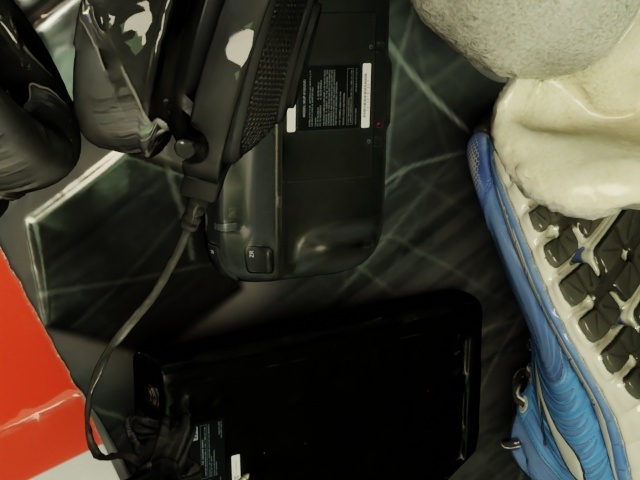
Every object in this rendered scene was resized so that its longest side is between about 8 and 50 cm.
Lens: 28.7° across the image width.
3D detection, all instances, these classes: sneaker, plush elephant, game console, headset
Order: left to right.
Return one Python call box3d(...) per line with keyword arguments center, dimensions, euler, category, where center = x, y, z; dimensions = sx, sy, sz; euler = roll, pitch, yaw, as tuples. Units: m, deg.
box3d(center=(-0.111, -0.072, 0.523), dimensions=(0.243, 0.185, 0.394), euler=(-11, 102, 5), category="headset")
box3d(center=(0.000, 0.000, 0.684), dimensions=(0.213, 0.044, 0.361), euler=(-8, 107, -33), category="game console")
box3d(center=(0.153, 0.080, 0.732), dimensions=(0.130, 0.147, 0.330), euler=(-29, 100, -40), category="sneaker")
box3d(center=(0.101, -0.172, 0.463), dimensions=(0.255, 0.272, 0.330), euler=(-46, 143, 16), category="plush elephant")

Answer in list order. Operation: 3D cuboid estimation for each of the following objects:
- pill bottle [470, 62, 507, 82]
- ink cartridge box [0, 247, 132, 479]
box3d(center=(0.138, -0.171, 0.636), dimensions=(0.180, 0.108, 0.108), euler=(-34, 119, -2), category="pill bottle")
box3d(center=(-0.238, 0.214, 0.683), dimensions=(0.308, 0.091, 0.385), euler=(-25, 119, -8), category="ink cartridge box")
